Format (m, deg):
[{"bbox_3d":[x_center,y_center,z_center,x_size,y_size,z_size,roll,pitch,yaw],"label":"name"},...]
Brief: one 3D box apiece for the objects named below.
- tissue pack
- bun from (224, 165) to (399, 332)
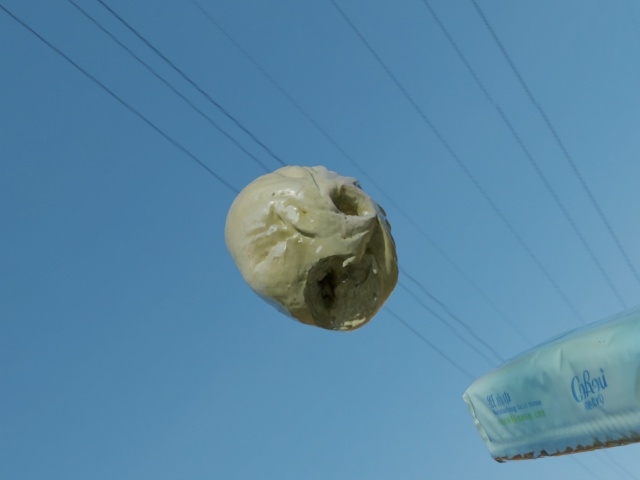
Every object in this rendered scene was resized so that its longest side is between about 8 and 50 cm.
[{"bbox_3d":[0.240,0.090,0.661,0.177,0.089,0.263,-21,-12,-21],"label":"tissue pack"},{"bbox_3d":[0.000,0.000,0.952,0.178,0.193,0.128,9,-53,-34],"label":"bun"}]
